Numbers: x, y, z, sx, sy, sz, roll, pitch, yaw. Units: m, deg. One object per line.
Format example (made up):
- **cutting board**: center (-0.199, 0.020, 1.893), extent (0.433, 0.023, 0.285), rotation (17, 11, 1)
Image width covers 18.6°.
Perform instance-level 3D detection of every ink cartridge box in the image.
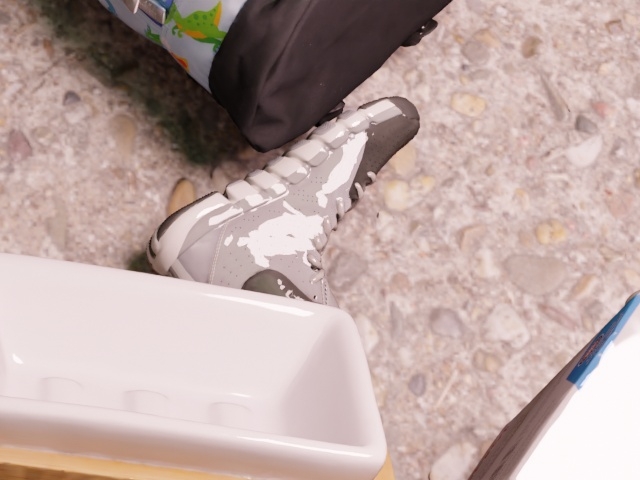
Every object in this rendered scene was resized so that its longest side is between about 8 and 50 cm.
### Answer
- **ink cartridge box**: center (0.186, 0.183, 1.258), extent (0.168, 0.232, 0.171), rotation (37, 60, 3)

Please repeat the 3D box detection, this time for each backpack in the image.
- **backpack**: center (-0.083, -0.283, 1.434), extent (0.355, 0.273, 0.290), rotation (34, 59, 27)

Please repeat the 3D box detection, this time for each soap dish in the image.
- **soap dish**: center (-0.109, 0.115, 1.229), extent (0.291, 0.118, 0.229), rotation (8, 23, -10)

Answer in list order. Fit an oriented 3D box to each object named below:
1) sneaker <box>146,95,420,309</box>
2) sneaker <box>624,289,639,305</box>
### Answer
- **sneaker**: center (0.000, 0.000, 1.396), extent (0.229, 0.086, 0.132), rotation (-31, 80, -16)
- **sneaker**: center (0.312, 0.120, 1.410), extent (0.222, 0.083, 0.118), rotation (26, 58, -3)
